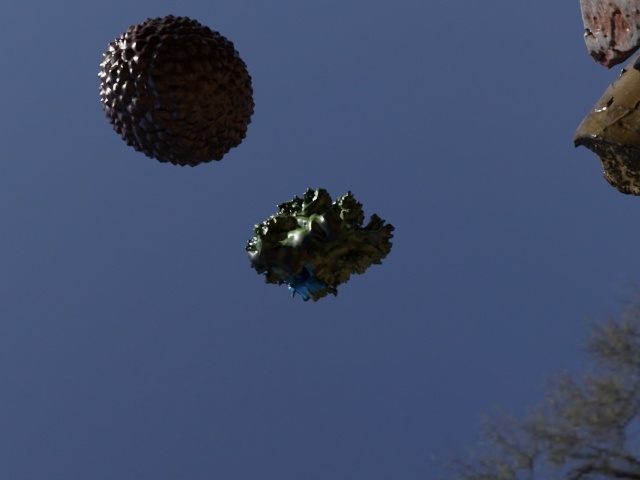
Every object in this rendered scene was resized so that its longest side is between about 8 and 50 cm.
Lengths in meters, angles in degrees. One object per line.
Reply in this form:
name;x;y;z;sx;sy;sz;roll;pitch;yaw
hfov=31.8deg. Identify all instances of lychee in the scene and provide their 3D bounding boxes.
lychee;-0.170;-0.178;1.323;0.188;0.188;0.188;13;-110;-40

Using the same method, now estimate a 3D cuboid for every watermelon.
watermelon;0.263;-0.207;0.950;0.081;0.180;0.094;-9;-101;-4

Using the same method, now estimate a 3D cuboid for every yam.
yam;0.350;-0.144;1.040;0.128;0.129;0.238;39;-103;8

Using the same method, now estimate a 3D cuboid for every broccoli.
broccoli;0.000;0.000;1.399;0.167;0.160;0.154;28;-98;3
